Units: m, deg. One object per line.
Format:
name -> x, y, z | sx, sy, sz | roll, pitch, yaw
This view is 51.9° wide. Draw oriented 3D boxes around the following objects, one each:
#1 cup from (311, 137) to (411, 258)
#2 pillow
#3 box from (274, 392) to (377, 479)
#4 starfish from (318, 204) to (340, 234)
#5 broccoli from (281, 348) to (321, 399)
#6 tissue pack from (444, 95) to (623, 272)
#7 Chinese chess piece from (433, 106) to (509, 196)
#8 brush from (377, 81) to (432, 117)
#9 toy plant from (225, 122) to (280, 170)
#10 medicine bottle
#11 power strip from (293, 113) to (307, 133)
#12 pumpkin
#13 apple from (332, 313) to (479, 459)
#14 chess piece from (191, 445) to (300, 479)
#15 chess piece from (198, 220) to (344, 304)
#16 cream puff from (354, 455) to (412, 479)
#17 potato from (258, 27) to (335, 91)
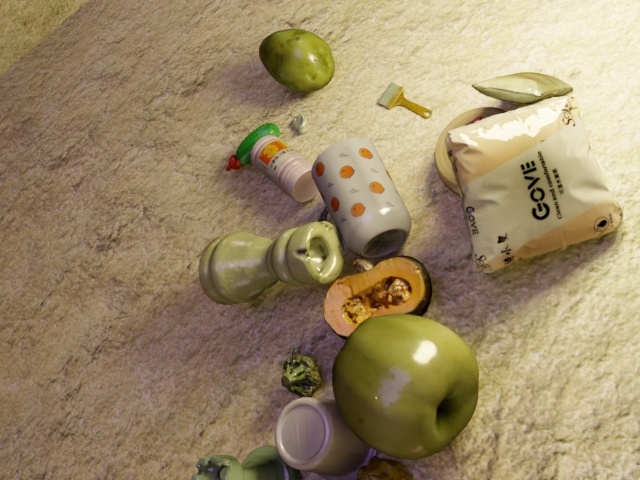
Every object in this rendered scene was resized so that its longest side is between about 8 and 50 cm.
cup -> 0.124, -0.114, 1.919 | 0.212, 0.212, 0.317 | -34, 58, 17
pillow -> 0.542, -0.405, 1.743 | 0.185, 0.302, 0.074 | 16, 112, 32
box -> 0.021, 0.503, 1.743 | 0.262, 0.206, 0.291 | 42, 98, 36
starfish -> 0.000, 0.000, 2.050 | 0.208, 0.053, 0.175 | -32, 58, 22
broccoli -> -0.059, 0.393, 1.893 | 0.130, 0.120, 0.131 | 42, 121, 30
tissue pack -> 0.510, -0.145, 1.628 | 0.390, 0.195, 0.375 | -21, 90, 2
Chinese chess piece -> 0.449, -0.242, 1.832 | 0.273, 0.102, 0.273 | -13, 65, 28
brush -> 0.275, -0.432, 2.075 | 0.205, 0.011, 0.083 | 36, 92, 36
toy plant -> -0.240, -0.318, 2.294 | 0.240, 0.088, 0.154 | -43, 21, 3
medicine bottle -> -0.114, -0.238, 2.170 | 0.133, 0.133, 0.250 | -51, 54, 5
power strip -> -0.073, -0.406, 2.270 | 0.055, 0.035, 0.083 | -31, 55, 19
pumpkin -> 0.158, 0.143, 1.833 | 0.317, 0.139, 0.221 | -29, 66, 24
apple -> 0.201, 0.351, 1.610 | 0.357, 0.357, 0.357 | -12, 65, 28
chess piece -> -0.206, 0.647, 1.771 | 0.195, 0.299, 0.194 | -12, 66, 28
chess piece -> -0.143, 0.060, 1.960 | 0.442, 0.234, 0.234 | -13, 64, 41
cream puff -> 0.153, 0.612, 1.655 | 0.156, 0.156, 0.121 | 12, 80, 35
potato -> -0.081, -0.622, 2.252 | 0.216, 0.216, 0.304 | -51, 43, 5
